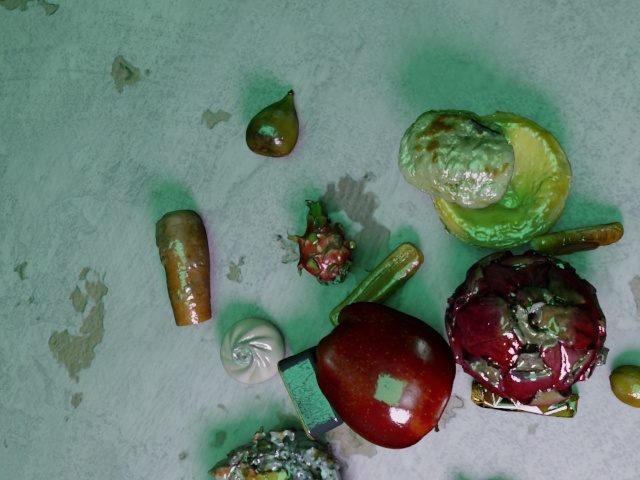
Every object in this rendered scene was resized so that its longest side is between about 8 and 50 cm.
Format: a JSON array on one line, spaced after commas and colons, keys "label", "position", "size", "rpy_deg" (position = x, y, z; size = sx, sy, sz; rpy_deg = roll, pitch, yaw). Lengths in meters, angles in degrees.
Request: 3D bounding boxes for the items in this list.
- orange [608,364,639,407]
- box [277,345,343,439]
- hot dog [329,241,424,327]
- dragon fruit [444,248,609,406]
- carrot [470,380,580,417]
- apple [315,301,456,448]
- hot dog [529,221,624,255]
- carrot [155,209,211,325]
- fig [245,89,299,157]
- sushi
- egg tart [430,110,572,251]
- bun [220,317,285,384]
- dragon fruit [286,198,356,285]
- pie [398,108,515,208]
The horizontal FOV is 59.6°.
[{"label": "orange", "position": [0.655, 0.303, 1.168], "size": [0.095, 0.085, 0.085], "rpy_deg": [29, 97, 25]}, {"label": "box", "position": [-0.010, 0.360, 1.353], "size": [0.090, 0.144, 0.201], "rpy_deg": [-29, 78, 11]}, {"label": "hot dog", "position": [0.134, 0.115, 1.358], "size": [0.286, 0.061, 0.088], "rpy_deg": [-40, 74, 14]}, {"label": "dragon fruit", "position": [0.411, 0.171, 1.139], "size": [0.329, 0.329, 0.330], "rpy_deg": [-1, 87, 18]}, {"label": "carrot", "position": [0.453, 0.352, 1.242], "size": [0.228, 0.069, 0.069], "rpy_deg": [4, 89, 17]}, {"label": "apple", "position": [0.147, 0.289, 1.230], "size": [0.316, 0.288, 0.288], "rpy_deg": [34, 98, 18]}, {"label": "hot dog", "position": [0.548, 0.004, 1.189], "size": [0.215, 0.066, 0.047], "rpy_deg": [-8, 60, -13]}, {"label": "carrot", "position": [-0.353, 0.069, 1.490], "size": [0.138, 0.138, 0.302], "rpy_deg": [-12, 90, 17]}, {"label": "fig", "position": [-0.120, -0.307, 1.430], "size": [0.132, 0.126, 0.185], "rpy_deg": [8, 94, 32]}, {"label": "sushi", "position": [-0.089, 0.652, 1.352], "size": [0.417, 0.175, 0.418], "rpy_deg": [-3, 84, 25]}, {"label": "egg tart", "position": [0.397, -0.129, 1.253], "size": [0.314, 0.120, 0.315], "rpy_deg": [-1, 85, 17]}, {"label": "bun", "position": [-0.179, 0.282, 1.425], "size": [0.172, 0.120, 0.173], "rpy_deg": [-1, 85, 17]}, {"label": "dragon fruit", "position": [-0.004, 0.002, 1.371], "size": [0.135, 0.137, 0.236], "rpy_deg": [-34, 74, 44]}, {"label": "pie", "position": [0.290, -0.185, 1.185], "size": [0.247, 0.090, 0.201], "rpy_deg": [22, 90, 15]}]
